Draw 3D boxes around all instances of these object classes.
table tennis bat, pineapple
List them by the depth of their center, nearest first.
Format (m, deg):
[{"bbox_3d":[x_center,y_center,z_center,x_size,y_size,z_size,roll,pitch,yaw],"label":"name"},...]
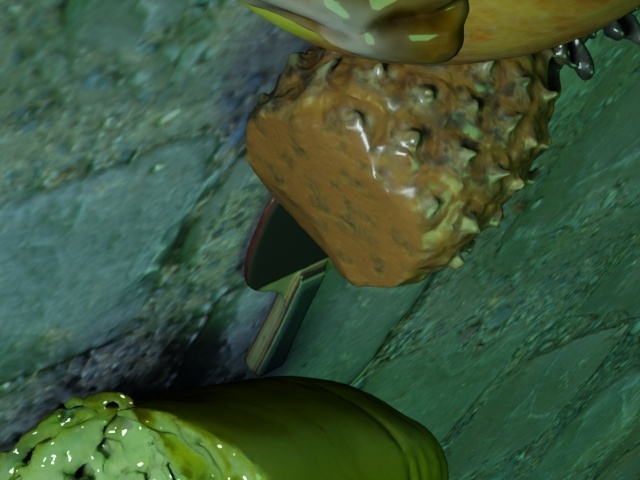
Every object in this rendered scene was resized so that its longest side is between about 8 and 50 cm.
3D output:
[{"bbox_3d":[0.088,-0.106,1.035,0.279,0.158,0.158,-47,163,-26],"label":"pineapple"},{"bbox_3d":[0.000,0.000,1.231,0.154,0.021,0.274,-24,151,-39],"label":"table tennis bat"}]

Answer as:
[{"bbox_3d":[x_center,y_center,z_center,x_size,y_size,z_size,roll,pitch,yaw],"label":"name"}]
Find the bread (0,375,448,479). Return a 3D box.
[{"bbox_3d":[-0.073,0.208,1.245,0.251,0.208,0.376,-54,157,17],"label":"bread"}]

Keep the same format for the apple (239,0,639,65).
[{"bbox_3d":[0.048,-0.183,0.627,0.194,0.261,0.261,4,134,-38],"label":"apple"}]

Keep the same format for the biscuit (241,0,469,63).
[{"bbox_3d":[0.000,-0.246,0.408,0.268,0.115,0.366,27,79,-40],"label":"biscuit"}]
